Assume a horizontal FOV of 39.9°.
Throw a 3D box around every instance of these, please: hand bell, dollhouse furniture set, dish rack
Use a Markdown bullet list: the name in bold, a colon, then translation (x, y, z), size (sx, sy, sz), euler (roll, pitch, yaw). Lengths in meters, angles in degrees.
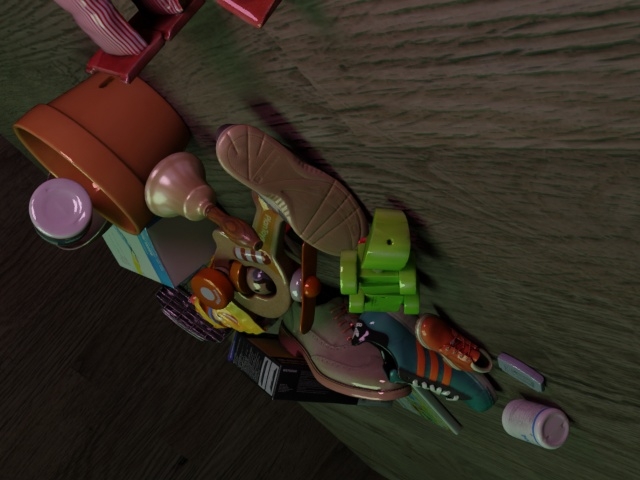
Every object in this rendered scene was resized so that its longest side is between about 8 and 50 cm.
- **hand bell**: translation (-0.176, -0.045, 1.478), size (0.242, 0.126, 0.126), euler (34, 165, 37)
- **dollhouse furniture set**: translation (-0.185, -0.283, 0.940), size (0.374, 0.152, 0.201), euler (21, 157, 49)
- **dish rack**: translation (-0.231, 0.108, 1.993), size (0.208, 0.271, 0.074), euler (35, 146, 8)

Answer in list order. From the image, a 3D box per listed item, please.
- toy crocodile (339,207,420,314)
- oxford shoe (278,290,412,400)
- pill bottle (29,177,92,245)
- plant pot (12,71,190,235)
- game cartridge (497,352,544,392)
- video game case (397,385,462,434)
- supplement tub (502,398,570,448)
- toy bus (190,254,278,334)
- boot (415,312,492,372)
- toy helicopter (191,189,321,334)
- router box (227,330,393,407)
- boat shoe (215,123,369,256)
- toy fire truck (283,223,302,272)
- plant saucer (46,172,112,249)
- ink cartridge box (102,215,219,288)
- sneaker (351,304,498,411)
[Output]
- **toy crocodile**: translation (0.095, 0.048, 1.354), size (0.115, 0.105, 0.340), euler (0, 163, 7)
- **oxford shoe**: translation (0.039, 0.199, 1.794), size (0.397, 0.141, 0.146), euler (27, 118, 47)
- **pill bottle**: translation (-0.470, -0.046, 1.608), size (0.108, 0.108, 0.180), euler (41, 165, -7)
- **plant pot**: translation (-0.378, -0.179, 1.604), size (0.291, 0.203, 0.291), euler (35, 165, 11)
- **game cartridge**: translation (0.330, 0.216, 1.447), size (0.083, 0.017, 0.056), euler (31, 167, 28)
- **video game case**: translation (0.217, 0.370, 2.146), size (0.206, 0.026, 0.227), euler (18, 153, 54)
- **supplement tub**: translation (0.374, 0.318, 1.533), size (0.071, 0.071, 0.107), euler (44, 164, -16)
- **toy bus**: translation (-0.190, 0.109, 1.840), size (0.211, 0.220, 0.149), euler (-27, 119, 30)
- **boot**: translation (0.229, 0.175, 1.499), size (0.158, 0.059, 0.085), euler (39, 165, -33)
- **toy helicopter**: translation (-0.086, 0.022, 1.559), size (0.235, 0.140, 0.355), euler (32, 141, 12)
- **router box**: translation (-0.018, 0.286, 1.973), size (0.309, 0.081, 0.243), euler (10, -173, -31)
- **boat shoe**: translation (-0.042, -0.083, 1.314), size (0.285, 0.103, 0.092), euler (36, -169, -27)
- **toy fire truck**: translation (-0.071, 0.015, 1.747), size (0.192, 0.047, 0.135), euler (47, 162, -30)
- **plant saucer**: translation (-0.497, -0.125, 1.916), size (0.050, 0.310, 0.311), euler (21, -178, -44)
- **ink cartridge box**: translation (-0.357, -0.031, 1.949), size (0.233, 0.171, 0.168), euler (15, 137, 44)
- **sneaker**: translation (0.186, 0.236, 1.636), size (0.302, 0.121, 0.108), euler (40, 165, -3)
